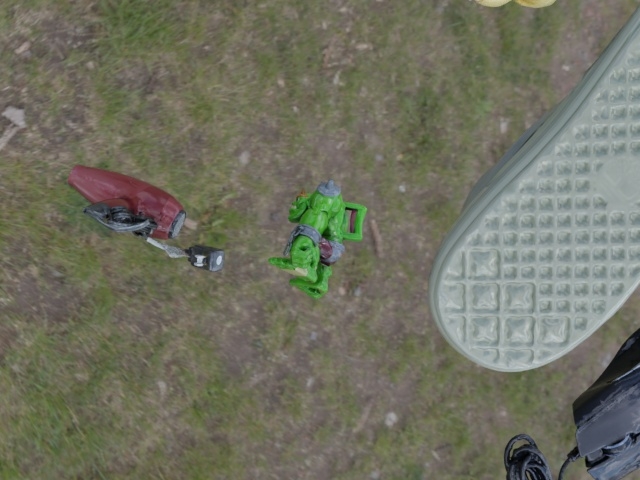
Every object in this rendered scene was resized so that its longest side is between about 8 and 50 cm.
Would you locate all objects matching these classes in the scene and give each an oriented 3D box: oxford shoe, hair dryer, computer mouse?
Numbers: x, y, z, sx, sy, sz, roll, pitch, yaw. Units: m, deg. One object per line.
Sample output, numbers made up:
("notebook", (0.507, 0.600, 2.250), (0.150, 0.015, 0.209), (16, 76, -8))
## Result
("oxford shoe", (0.254, -0.085, 0.595), (0.449, 0.130, 0.169), (-44, 88, 11))
("hair dryer", (-0.282, -0.056, 1.233), (0.223, 0.293, 0.080), (30, 87, -47))
("computer mouse", (0.298, 0.203, 0.781), (0.262, 0.060, 0.184), (-32, 108, -25))

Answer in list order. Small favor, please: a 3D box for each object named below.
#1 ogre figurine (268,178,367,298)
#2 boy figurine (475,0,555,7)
("ogre figurine", (0.000, 0.000, 1.045), (0.197, 0.096, 0.118), (44, 64, -56))
("boy figurine", (0.323, -0.509, 1.549), (0.285, 0.092, 0.177), (28, 71, -14))
